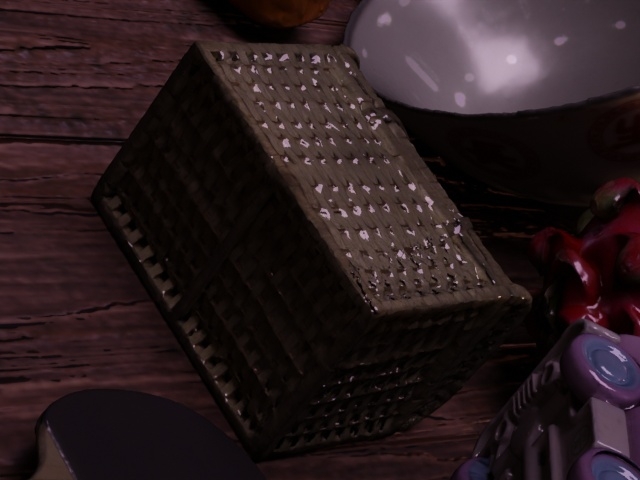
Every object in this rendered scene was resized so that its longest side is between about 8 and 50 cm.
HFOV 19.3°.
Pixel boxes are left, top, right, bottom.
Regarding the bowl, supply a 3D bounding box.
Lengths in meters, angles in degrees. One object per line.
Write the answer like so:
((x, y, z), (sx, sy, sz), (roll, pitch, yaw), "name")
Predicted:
((0.195, -0.116, 1.309), (0.337, 0.337, 0.157), (-77, 152, -55), "bowl")

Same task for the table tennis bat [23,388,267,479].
((-0.093, 0.124, 0.864), (0.246, 0.022, 0.138), (8, 43, -54), "table tennis bat")

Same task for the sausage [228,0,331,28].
((-0.079, -0.245, 1.311), (0.238, 0.098, 0.098), (47, 33, 12), "sausage")

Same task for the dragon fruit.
((0.251, 0.071, 1.171), (0.273, 0.198, 0.218), (54, -1, -16), "dragon fruit")

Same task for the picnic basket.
((0.000, 0.000, 1.043), (0.154, 0.134, 0.196), (-6, 52, -44), "picnic basket")

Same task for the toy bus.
((0.159, 0.157, 0.995), (0.142, 0.142, 0.202), (28, 33, -15), "toy bus")
